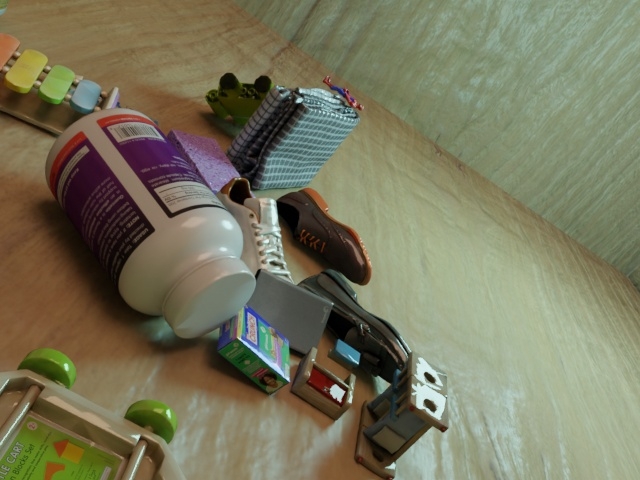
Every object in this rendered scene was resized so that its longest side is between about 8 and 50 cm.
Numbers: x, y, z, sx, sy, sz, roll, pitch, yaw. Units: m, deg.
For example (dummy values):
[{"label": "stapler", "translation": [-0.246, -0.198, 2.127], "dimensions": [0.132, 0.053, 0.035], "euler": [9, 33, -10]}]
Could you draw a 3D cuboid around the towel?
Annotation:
[{"label": "towel", "translation": [-0.055, -0.230, 1.417], "dimensions": [0.121, 0.235, 0.283], "euler": [50, 27, 15]}]

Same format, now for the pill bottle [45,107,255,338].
[{"label": "pill bottle", "translation": [-0.232, -0.024, 0.862], "dimensions": [0.323, 0.181, 0.181], "euler": [48, 26, 24]}]

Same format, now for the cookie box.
[{"label": "cookie box", "translation": [-0.092, 0.149, 0.873], "dimensions": [0.107, 0.040, 0.092], "euler": [45, 18, -25]}]

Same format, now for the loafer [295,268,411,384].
[{"label": "loafer", "translation": [0.051, 0.155, 1.054], "dimensions": [0.084, 0.096, 0.267], "euler": [-13, 44, -35]}]

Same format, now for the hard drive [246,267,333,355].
[{"label": "hard drive", "translation": [-0.055, 0.115, 0.973], "dimensions": [0.135, 0.094, 0.022], "euler": [28, -19, -19]}]

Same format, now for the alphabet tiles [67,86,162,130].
[{"label": "alphabet tiles", "translation": [-0.425, -0.243, 1.216], "dimensions": [0.237, 0.009, 0.198], "euler": [25, 26, -25]}]

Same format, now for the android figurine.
[{"label": "android figurine", "translation": [-0.151, -0.328, 1.532], "dimensions": [0.248, 0.056, 0.273], "euler": [7, -12, 8]}]

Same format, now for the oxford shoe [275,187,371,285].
[{"label": "oxford shoe", "translation": [0.000, 0.000, 1.271], "dimensions": [0.098, 0.097, 0.271], "euler": [-15, 48, -36]}]

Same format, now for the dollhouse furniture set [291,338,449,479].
[{"label": "dollhouse furniture set", "translation": [0.068, 0.218, 0.885], "dimensions": [0.183, 0.129, 0.129], "euler": [35, 24, -6]}]

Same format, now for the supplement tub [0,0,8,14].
[{"label": "supplement tub", "translation": [-0.651, -0.515, 1.169], "dimensions": [0.144, 0.200, 0.144], "euler": [30, 24, -15]}]

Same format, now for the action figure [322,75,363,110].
[{"label": "action figure", "translation": [0.057, -0.346, 1.465], "dimensions": [0.115, 0.030, 0.038], "euler": [45, 15, 6]}]

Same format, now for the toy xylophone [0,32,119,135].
[{"label": "toy xylophone", "translation": [-0.516, -0.293, 1.076], "dimensions": [0.322, 0.081, 0.236], "euler": [19, 31, -30]}]

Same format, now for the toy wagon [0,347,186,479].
[{"label": "toy wagon", "translation": [-0.272, 0.204, 0.530], "dimensions": [0.344, 0.068, 0.267], "euler": [31, 24, -11]}]

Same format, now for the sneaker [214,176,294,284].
[{"label": "sneaker", "translation": [-0.108, 0.001, 1.058], "dimensions": [0.106, 0.123, 0.290], "euler": [8, 38, -50]}]

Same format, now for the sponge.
[{"label": "sponge", "translation": [-0.228, -0.151, 1.284], "dimensions": [0.117, 0.031, 0.210], "euler": [8, 36, -47]}]
